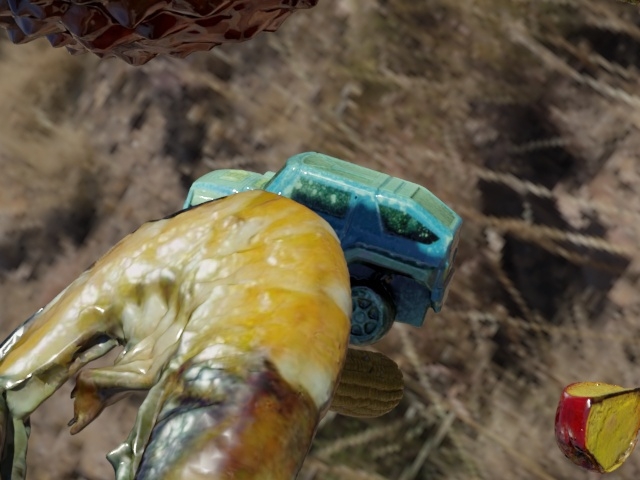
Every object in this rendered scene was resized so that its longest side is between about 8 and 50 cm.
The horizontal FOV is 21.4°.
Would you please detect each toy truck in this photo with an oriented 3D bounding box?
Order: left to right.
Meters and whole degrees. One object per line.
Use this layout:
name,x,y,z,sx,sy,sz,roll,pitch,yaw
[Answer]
toy truck,0.000,0.000,1.710,0.155,0.278,0.156,-42,-30,-76

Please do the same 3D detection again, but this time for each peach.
peach,0.210,0.134,1.290,0.050,0.077,0.083,4,49,45

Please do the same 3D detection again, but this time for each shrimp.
shrimp,-0.124,0.133,0.986,0.272,0.085,0.445,-11,41,23

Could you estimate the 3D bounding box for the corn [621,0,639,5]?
corn,0.384,-0.254,1.461,0.319,0.097,0.097,-1,55,21

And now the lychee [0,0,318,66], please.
lychee,-0.090,-0.350,1.103,0.500,0.424,0.425,-53,28,24

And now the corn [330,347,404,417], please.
corn,0.008,0.152,1.850,0.080,0.231,0.080,-7,78,36
